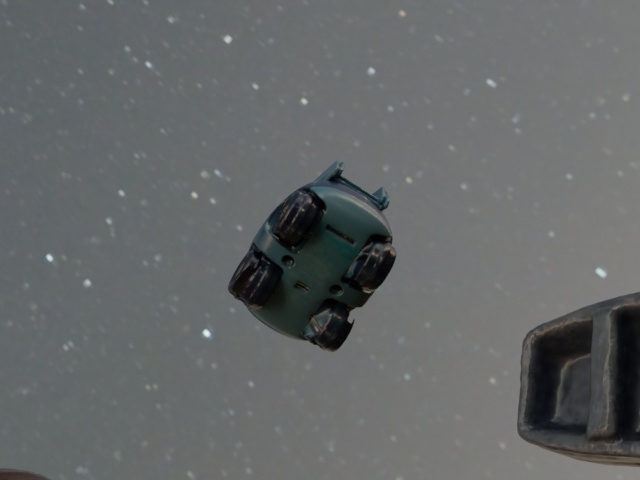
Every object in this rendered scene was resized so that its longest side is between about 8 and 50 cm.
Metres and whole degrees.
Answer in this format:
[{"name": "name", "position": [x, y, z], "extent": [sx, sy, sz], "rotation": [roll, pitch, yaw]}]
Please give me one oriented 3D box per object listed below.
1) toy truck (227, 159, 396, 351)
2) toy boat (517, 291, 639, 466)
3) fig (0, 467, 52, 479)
[{"name": "toy truck", "position": [0.000, 0.000, 0.609], "extent": [0.056, 0.090, 0.073], "rotation": [32, -67, -8]}, {"name": "toy boat", "position": [0.273, 0.095, 0.947], "extent": [0.078, 0.283, 0.127], "rotation": [37, -126, -45]}, {"name": "fig", "position": [-0.224, 0.289, 1.027], "extent": [0.214, 0.235, 0.235], "rotation": [-65, -35, -25]}]
